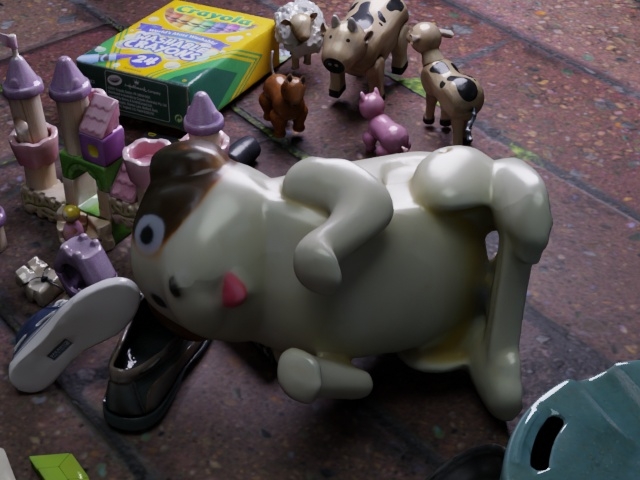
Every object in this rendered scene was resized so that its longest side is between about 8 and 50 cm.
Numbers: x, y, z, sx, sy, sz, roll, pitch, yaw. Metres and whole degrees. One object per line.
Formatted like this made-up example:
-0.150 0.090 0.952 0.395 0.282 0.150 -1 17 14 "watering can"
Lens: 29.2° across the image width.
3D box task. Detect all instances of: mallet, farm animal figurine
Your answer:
-0.183 -0.131 1.785 0.190 0.039 0.062 8 34 21 "mallet"
0.077 -0.273 1.819 0.330 0.172 0.326 4 41 5 "farm animal figurine"

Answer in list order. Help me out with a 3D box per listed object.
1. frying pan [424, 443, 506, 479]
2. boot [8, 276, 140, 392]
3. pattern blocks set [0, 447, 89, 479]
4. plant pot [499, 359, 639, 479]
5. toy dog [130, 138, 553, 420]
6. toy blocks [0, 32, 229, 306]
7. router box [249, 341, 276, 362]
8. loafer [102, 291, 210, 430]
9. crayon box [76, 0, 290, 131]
0.089 0.308 1.082 0.053 0.197 0.326 43 42 -11 "frying pan"
-0.284 0.087 1.403 0.190 0.069 0.086 -37 32 14 "boot"
-0.368 0.290 1.230 0.285 0.026 0.325 -28 43 -31 "pattern blocks set"
0.255 0.293 0.931 0.341 0.334 0.341 -2 37 2 "plant pot"
0.000 0.000 1.335 0.408 0.284 0.395 0 36 -10 "toy dog"
-0.305 -0.111 1.573 0.289 0.260 0.309 21 42 27 "toy blocks"
-0.054 0.085 1.476 0.092 0.038 0.122 -23 41 -27 "router box"
-0.182 0.101 1.423 0.096 0.084 0.267 5 37 9 "loafer"
-0.205 -0.291 1.939 0.203 0.083 0.323 15 35 23 "crayon box"
